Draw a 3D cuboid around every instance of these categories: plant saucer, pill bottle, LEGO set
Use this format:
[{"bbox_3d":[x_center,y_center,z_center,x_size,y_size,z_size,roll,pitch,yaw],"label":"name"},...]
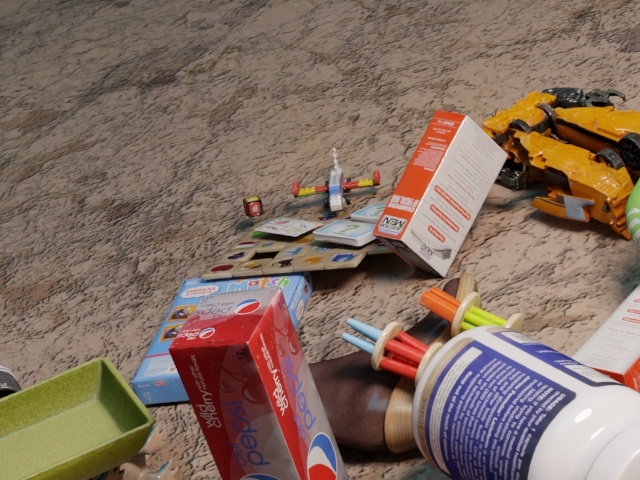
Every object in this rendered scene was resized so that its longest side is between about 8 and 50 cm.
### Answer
[{"bbox_3d":[-0.269,0.200,1.781,0.188,0.045,0.188,-23,25,-15],"label":"plant saucer"},{"bbox_3d":[0.213,0.184,1.601,0.153,0.153,0.264,-31,30,-21],"label":"pill bottle"},{"bbox_3d":[0.018,-0.055,2.212,0.244,0.060,0.182,8,25,45],"label":"LEGO set"}]

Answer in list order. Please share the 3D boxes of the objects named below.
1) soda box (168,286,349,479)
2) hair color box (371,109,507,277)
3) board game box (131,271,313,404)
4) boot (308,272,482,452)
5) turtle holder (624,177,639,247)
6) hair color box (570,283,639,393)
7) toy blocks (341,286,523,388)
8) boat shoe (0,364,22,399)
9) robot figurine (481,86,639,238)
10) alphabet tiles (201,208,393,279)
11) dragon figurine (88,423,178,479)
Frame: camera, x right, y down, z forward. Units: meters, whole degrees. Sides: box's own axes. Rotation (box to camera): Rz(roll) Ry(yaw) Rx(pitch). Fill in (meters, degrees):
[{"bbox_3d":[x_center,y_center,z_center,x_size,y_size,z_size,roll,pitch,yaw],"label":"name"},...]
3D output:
[{"bbox_3d":[-0.048,0.176,1.651,0.083,0.263,0.092,-6,30,25],"label":"soda box"},{"bbox_3d":[0.138,-0.054,2.060,0.053,0.093,0.167,14,70,47],"label":"hair color box"},{"bbox_3d":[-0.108,0.105,2.049,0.160,0.039,0.211,-7,30,19],"label":"board game box"},{"bbox_3d":[0.059,0.123,1.862,0.206,0.090,0.248,-4,35,18],"label":"boot"},{"bbox_3d":[0.454,-0.090,1.851,0.227,0.243,0.320,30,30,29],"label":"turtle holder"},{"bbox_3d":[0.316,0.103,1.799,0.072,0.043,0.141,11,41,43],"label":"hair color box"},{"bbox_3d":[0.108,0.091,1.773,0.148,0.054,0.123,25,58,21],"label":"toy blocks"},{"bbox_3d":[-0.439,0.213,2.024,0.228,0.080,0.076,-22,26,-24],"label":"boat shoe"},{"bbox_3d":[0.302,-0.099,2.124,0.211,0.085,0.291,-30,31,-22],"label":"robot figurine"},{"bbox_3d":[0.000,0.000,2.164,0.237,0.009,0.198,-5,19,22],"label":"alphabet tiles"},{"bbox_3d":[-0.245,0.247,1.828,0.144,0.085,0.289,-2,28,31],"label":"dragon figurine"}]
